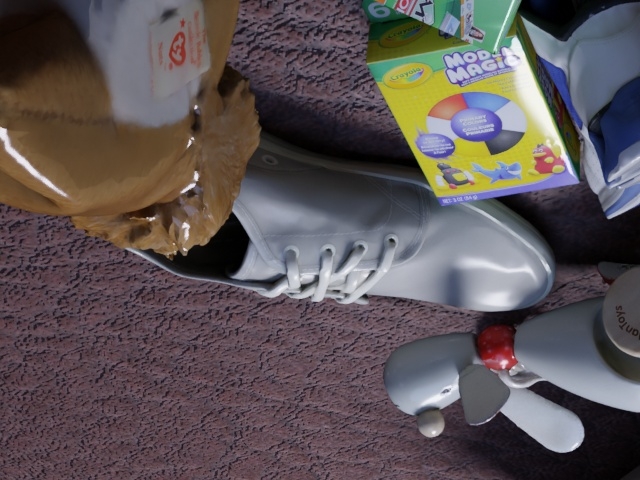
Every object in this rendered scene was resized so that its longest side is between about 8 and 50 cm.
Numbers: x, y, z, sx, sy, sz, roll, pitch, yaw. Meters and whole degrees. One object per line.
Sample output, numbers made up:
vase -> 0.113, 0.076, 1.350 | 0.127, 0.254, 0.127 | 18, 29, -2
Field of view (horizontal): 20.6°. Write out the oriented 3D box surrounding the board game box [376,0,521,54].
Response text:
board game box -> 0.068, -0.282, 1.187 | 0.213, 0.046, 0.317 | 24, 144, 5

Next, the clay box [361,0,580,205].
clay box -> 0.124, -0.121, 1.443 | 0.127, 0.053, 0.222 | -9, 142, 21

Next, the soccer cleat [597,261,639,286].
soccer cleat -> 0.296, 0.033, 1.648 | 0.083, 0.029, 0.035 | 22, 134, -25

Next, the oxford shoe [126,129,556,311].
oxford shoe -> 0.000, 0.000, 1.568 | 0.449, 0.130, 0.169 | 17, 139, -17

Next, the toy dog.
toy dog -> 0.230, 0.140, 1.623 | 0.220, 0.161, 0.333 | 10, 156, -39

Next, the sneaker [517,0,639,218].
sneaker -> 0.240, -0.131, 1.352 | 0.127, 0.182, 0.315 | -24, 170, 8

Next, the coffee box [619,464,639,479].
coffee box -> 0.441, 0.435, 1.842 | 0.338, 0.334, 0.337 | 33, 140, -5

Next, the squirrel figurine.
squirrel figurine -> -0.245, -0.143, 1.264 | 0.370, 0.281, 0.397 | 12, 159, 27
